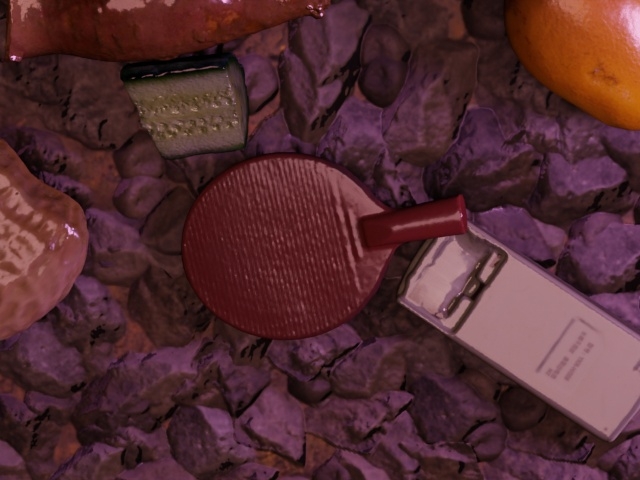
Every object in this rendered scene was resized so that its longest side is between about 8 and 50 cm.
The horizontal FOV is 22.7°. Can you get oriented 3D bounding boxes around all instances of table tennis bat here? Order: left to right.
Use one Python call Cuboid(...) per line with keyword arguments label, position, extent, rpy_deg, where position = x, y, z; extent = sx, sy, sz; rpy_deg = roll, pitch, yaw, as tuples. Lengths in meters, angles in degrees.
Cuboid(label="table tennis bat", position=(0.000, 0.000, 1.667), extent=(0.310, 0.038, 0.200), rpy_deg=(-10, 100, 14))

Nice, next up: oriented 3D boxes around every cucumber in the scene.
Cuboid(label="cucumber", position=(-0.136, -0.147, 1.646), extent=(0.115, 0.062, 0.116), rpy_deg=(-5, 134, 9))

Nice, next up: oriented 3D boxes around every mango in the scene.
Cuboid(label="mango", position=(0.274, -0.199, 1.573), extent=(0.145, 0.112, 0.219), rpy_deg=(-40, 107, 13))

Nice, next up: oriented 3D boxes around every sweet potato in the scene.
Cuboid(label="sweet potato", position=(-0.160, -0.241, 1.596), extent=(0.336, 0.131, 0.131), rpy_deg=(-1, 103, 7))

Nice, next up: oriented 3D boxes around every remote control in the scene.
Cuboid(label="remote control", position=(0.221, 0.090, 1.679), extent=(0.285, 0.038, 0.123), rpy_deg=(32, 102, 1))

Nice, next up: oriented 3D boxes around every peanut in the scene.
Cuboid(label="peanut", position=(-0.362, -0.013, 1.680), extent=(0.196, 0.110, 0.233), rpy_deg=(-43, 97, 13))
